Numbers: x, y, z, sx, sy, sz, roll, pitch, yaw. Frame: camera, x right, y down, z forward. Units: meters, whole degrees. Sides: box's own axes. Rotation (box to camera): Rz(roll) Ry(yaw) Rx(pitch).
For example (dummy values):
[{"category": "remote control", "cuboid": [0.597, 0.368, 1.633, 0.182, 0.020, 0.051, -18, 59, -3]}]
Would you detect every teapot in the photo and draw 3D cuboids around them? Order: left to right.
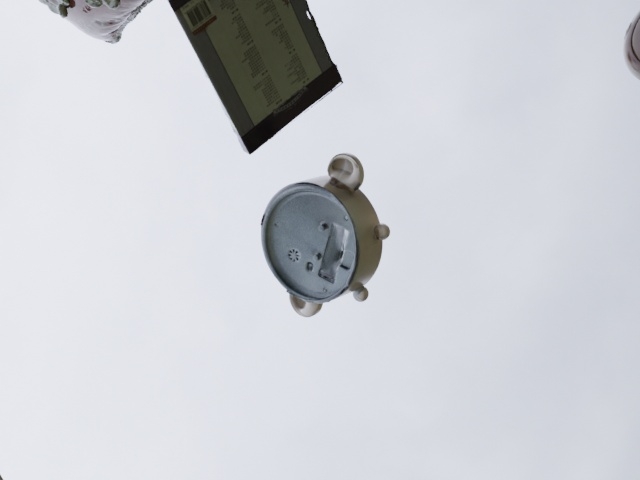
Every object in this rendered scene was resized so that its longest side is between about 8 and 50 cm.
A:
[{"category": "teapot", "cuboid": [0.371, -0.222, 1.185, 0.129, 0.098, 0.078, -53, -30, -9]}]

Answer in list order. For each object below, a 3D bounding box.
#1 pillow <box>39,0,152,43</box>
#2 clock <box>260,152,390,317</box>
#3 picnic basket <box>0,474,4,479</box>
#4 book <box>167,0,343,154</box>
[{"category": "pillow", "cuboid": [-0.242, -0.267, 1.113, 0.171, 0.179, 0.075, 34, -117, -21]}, {"category": "clock", "cuboid": [0.000, 0.000, 1.396, 0.063, 0.156, 0.229, -19, -45, -49]}, {"category": "picnic basket", "cuboid": [-0.259, 0.201, 0.779, 0.079, 0.115, 0.164, -35, -76, -36]}, {"category": "book", "cuboid": [-0.074, -0.235, 1.345, 0.157, 0.026, 0.231, -39, -50, -15]}]
